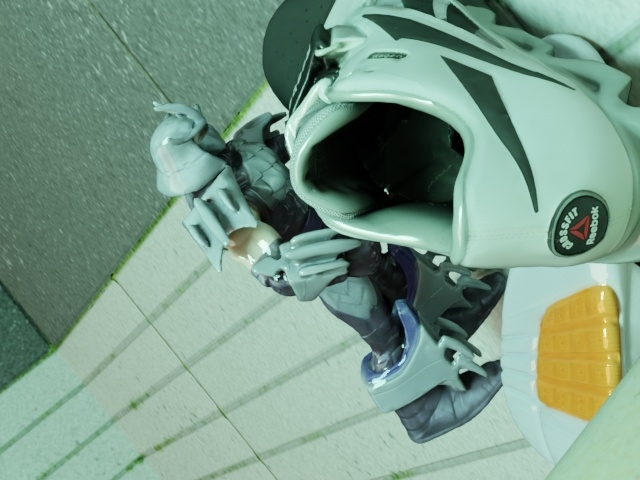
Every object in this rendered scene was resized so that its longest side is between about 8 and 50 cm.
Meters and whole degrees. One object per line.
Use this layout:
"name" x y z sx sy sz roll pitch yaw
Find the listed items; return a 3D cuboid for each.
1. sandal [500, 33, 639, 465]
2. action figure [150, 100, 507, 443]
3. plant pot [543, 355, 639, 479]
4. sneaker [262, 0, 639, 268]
"sandal" 0.159 0.012 0.863 0.102 0.076 0.265 34 132 52
"action figure" 0.000 0.000 0.947 0.285 0.099 0.185 39 -157 -31
"plant pot" 0.219 0.134 0.613 0.334 0.305 0.334 42 156 23
"sneaker" 0.030 -0.072 0.823 0.330 0.146 0.122 31 126 53
